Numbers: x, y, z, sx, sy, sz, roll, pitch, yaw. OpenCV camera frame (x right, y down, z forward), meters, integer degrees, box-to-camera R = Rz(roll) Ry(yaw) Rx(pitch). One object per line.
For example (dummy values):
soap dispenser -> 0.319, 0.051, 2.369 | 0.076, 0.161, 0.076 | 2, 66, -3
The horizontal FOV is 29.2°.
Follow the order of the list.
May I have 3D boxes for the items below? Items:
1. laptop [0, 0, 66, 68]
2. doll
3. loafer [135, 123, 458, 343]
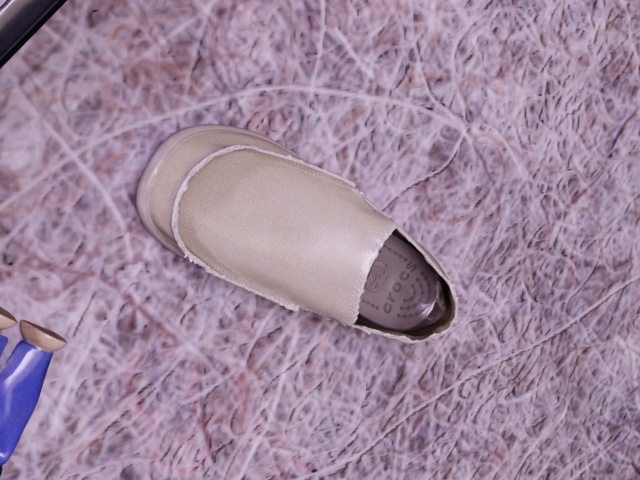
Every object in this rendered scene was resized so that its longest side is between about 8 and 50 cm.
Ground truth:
laptop -> -0.196, -0.228, 0.434 | 0.408, 0.382, 0.236 | -50, 126, -13
doll -> -0.220, 0.134, 0.742 | 0.129, 0.046, 0.189 | 32, 85, -37
loafer -> 0.000, 0.000, 0.830 | 0.268, 0.092, 0.102 | 23, 91, -38
